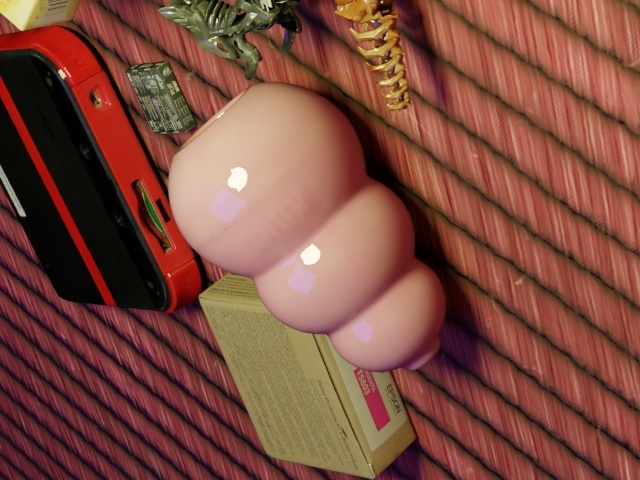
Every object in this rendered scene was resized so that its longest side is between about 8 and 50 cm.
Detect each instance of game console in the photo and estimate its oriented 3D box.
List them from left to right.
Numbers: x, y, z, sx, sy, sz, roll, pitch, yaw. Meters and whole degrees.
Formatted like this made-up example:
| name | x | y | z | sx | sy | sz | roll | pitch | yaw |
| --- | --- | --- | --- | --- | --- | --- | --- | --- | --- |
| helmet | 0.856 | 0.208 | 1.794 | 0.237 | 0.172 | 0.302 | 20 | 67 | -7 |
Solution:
| name | x | y | z | sx | sy | sz | roll | pitch | yaw |
| --- | --- | --- | --- | --- | --- | --- | --- | --- | --- |
| game console | -0.316 | -0.084 | 2.294 | 0.342 | 0.060 | 0.387 | 4 | 123 | 55 |

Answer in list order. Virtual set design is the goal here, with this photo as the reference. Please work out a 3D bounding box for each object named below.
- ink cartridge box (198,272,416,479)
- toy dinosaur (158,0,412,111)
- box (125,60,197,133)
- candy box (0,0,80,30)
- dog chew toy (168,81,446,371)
| name | x | y | z | sx | sy | sz | roll | pitch | yaw |
| --- | --- | --- | --- | --- | --- | --- | --- | --- | --- |
| ink cartridge box | -0.015 | 0.148 | 2.102 | 0.193 | 0.088 | 0.235 | 4 | 123 | 47 |
| toy dinosaur | -0.025 | -0.262 | 1.693 | 0.218 | 0.164 | 0.322 | -31 | 74 | 41 |
| box | -0.183 | -0.163 | 2.080 | 0.067 | 0.018 | 0.083 | 0 | 121 | 50 |
| candy box | -0.277 | -0.392 | 1.820 | 0.183 | 0.087 | 0.316 | 41 | 121 | 17 |
| dog chew toy | 0.000 | 0.000 | 1.858 | 0.332 | 0.206 | 0.206 | 49 | 147 | -8 |
